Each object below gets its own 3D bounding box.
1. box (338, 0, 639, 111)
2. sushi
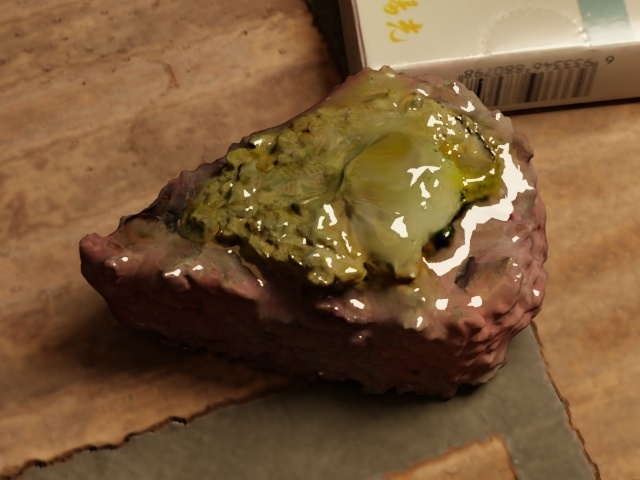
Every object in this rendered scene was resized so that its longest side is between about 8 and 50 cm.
[{"bbox_3d":[0.099,-0.238,0.910,0.200,0.065,0.343,-7,61,-3],"label":"box"},{"bbox_3d":[0.006,-0.016,0.766,0.241,0.107,0.161,9,57,5],"label":"sushi"}]
